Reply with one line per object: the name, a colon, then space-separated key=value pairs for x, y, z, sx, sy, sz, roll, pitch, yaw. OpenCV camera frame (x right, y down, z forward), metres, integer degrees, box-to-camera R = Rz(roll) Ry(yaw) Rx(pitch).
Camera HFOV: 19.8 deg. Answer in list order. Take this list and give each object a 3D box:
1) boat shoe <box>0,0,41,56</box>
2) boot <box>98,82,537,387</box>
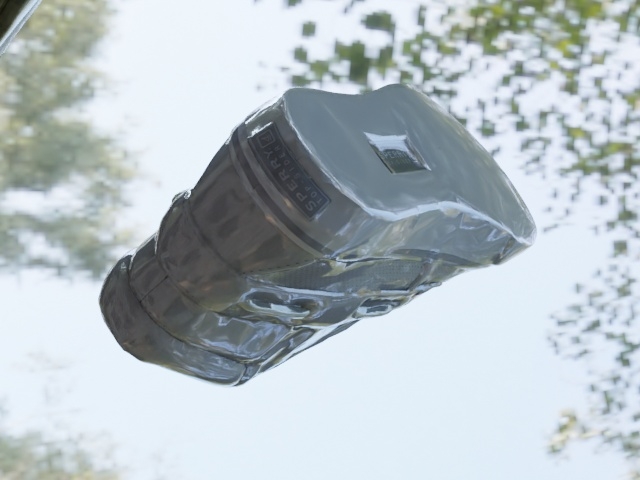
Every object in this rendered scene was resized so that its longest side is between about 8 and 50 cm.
boat shoe: x=-0.225 y=-0.090 z=0.937 sx=0.113 sy=0.103 sz=0.302 roll=45 pitch=-101 yaw=-4
boot: x=0.000 y=0.000 z=0.808 sx=0.123 sy=0.258 sz=0.095 roll=-39 pitch=-108 yaw=20
